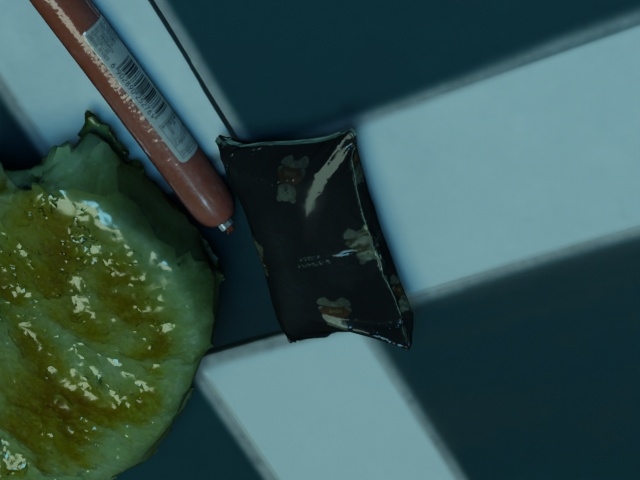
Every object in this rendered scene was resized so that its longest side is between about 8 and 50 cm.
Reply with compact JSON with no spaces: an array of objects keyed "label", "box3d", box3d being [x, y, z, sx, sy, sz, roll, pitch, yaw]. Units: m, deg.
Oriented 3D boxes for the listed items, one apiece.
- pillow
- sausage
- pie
[{"label":"pillow","box3d":[0.000,0.000,1.164,0.090,0.048,0.150,-12,118,15]},{"label":"sausage","box3d":[-0.114,-0.089,1.144,0.029,0.029,0.223,-22,117,30]},{"label":"pie","box3d":[-0.230,0.047,1.255,0.371,0.078,0.296,1,125,18]}]
